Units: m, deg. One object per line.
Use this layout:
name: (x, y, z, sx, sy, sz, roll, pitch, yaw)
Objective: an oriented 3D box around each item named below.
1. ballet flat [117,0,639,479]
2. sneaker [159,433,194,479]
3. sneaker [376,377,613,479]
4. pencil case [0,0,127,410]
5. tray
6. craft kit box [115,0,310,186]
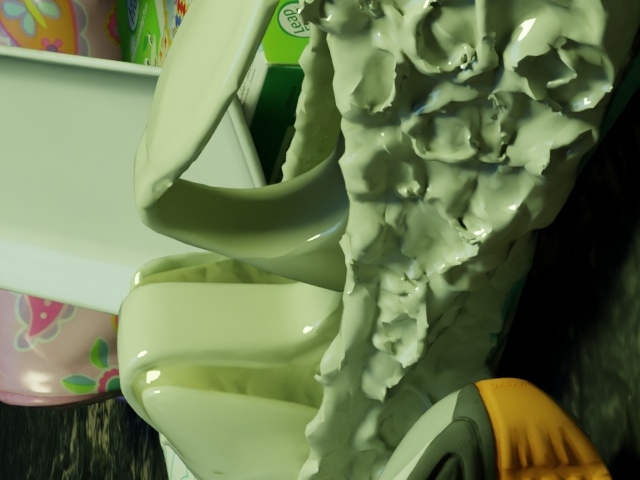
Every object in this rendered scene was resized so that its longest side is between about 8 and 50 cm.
ballet flat: (0.000, 0.000, 0.652, 0.409, 0.147, 0.147, 105, 158, -46)
sneaker: (-0.055, 0.104, 1.008, 0.061, 0.054, 0.152, 168, 94, -68)
sneaker: (0.026, 0.140, 0.635, 0.121, 0.099, 0.262, -107, 23, -56)
pencil case: (-0.154, -0.034, 1.232, 0.124, 0.124, 0.284, -172, 81, -74)
tray: (-0.114, -0.031, 0.885, 0.270, 0.030, 0.145, 10, 132, 38)
craft kit box: (-0.045, -0.098, 0.953, 0.250, 0.061, 0.246, 111, 157, -51)
